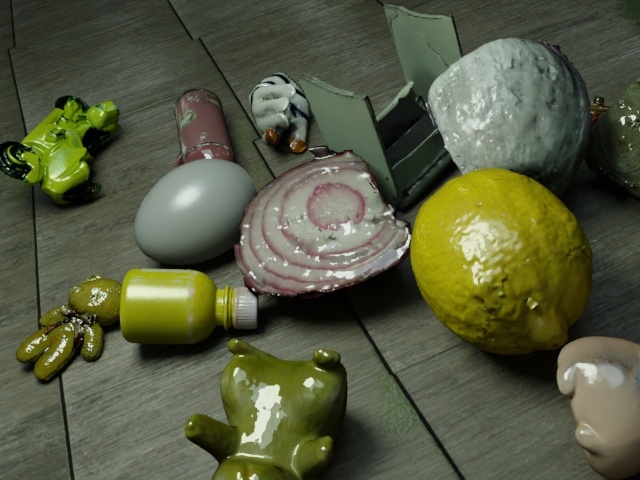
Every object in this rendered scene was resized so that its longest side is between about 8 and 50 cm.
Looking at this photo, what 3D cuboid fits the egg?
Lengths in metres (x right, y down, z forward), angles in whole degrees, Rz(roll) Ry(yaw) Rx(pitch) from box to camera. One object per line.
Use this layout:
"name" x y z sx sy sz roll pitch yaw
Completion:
"egg" -0.226 -0.047 1.369 0.232 0.176 0.176 -37 44 -11

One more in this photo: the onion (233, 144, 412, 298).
"onion" 0.000 0.000 1.283 0.280 0.146 0.314 -25 48 1

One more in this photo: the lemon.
"lemon" 0.255 0.031 1.077 0.245 0.245 0.320 -19 40 -4

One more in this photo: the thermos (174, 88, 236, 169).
"thermos" -0.252 -0.189 1.586 0.136 0.109 0.330 -17 41 -3

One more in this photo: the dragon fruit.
"dragon fruit" 0.338 -0.180 1.230 0.204 0.283 0.221 -34 50 32

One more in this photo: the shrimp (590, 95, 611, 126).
"shrimp" 0.440 -0.207 1.436 0.294 0.062 0.154 -16 50 8

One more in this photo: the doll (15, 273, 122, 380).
"doll" -0.419 0.138 1.285 0.137 0.097 0.209 24 59 30

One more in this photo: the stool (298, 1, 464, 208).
"stool" 0.137 -0.245 1.388 0.170 0.270 0.243 27 63 41

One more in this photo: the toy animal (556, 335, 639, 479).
"toy animal" 0.410 0.190 0.912 0.221 0.229 0.210 -33 58 43

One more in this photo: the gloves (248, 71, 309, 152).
"gloves" -0.094 -0.267 1.611 0.131 0.140 0.219 -1 38 21

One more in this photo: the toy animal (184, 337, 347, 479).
"toy animal" -0.068 0.292 0.936 0.181 0.180 0.363 4 46 14

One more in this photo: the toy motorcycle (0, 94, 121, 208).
"toy motorcycle" -0.540 -0.197 1.644 0.142 0.206 0.342 -32 21 30

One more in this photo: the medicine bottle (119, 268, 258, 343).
"medicine bottle" -0.208 0.108 1.233 0.212 0.122 0.122 2 41 -3

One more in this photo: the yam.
"yam" 0.590 -0.155 1.238 0.202 0.201 0.271 -34 37 -22
